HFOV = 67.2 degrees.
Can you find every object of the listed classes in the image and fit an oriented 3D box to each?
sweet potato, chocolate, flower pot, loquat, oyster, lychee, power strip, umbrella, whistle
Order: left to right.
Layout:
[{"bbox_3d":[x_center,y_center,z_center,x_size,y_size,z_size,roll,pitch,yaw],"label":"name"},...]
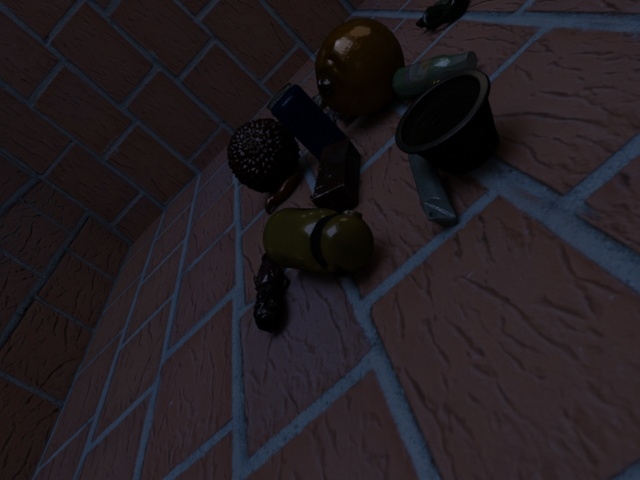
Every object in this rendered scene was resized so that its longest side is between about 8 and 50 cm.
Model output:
[{"bbox_3d":[-0.227,-0.345,1.938,0.306,0.306,0.330,-52,21,-9],"label":"lychee"},{"bbox_3d":[-0.146,0.133,1.355,0.094,0.090,0.326,-43,25,18],"label":"umbrella"},{"bbox_3d":[-0.148,-0.187,1.862,0.202,0.055,0.058,-46,-4,8],"label":"sweet potato"},{"bbox_3d":[-0.014,-0.659,2.320,0.177,0.064,0.125,-41,30,19],"label":"oyster"},{"bbox_3d":[0.059,-0.195,1.490,0.111,0.112,0.321,-24,32,25],"label":"chocolate"},{"bbox_3d":[0.099,-0.552,1.967,0.109,0.038,0.279,-24,28,2],"label":"power strip"},{"bbox_3d":[0.135,-0.598,1.680,0.328,0.328,0.329,-37,27,23],"label":"loquat"},{"bbox_3d":[0.253,-0.131,1.118,0.062,0.062,0.312,-37,27,24],"label":"whistle"},{"bbox_3d":[0.348,-0.511,1.474,0.291,0.110,0.110,4,56,57],"label":"chocolate"},{"bbox_3d":[0.305,-0.248,1.089,0.235,0.148,0.235,-33,36,27],"label":"flower pot"}]

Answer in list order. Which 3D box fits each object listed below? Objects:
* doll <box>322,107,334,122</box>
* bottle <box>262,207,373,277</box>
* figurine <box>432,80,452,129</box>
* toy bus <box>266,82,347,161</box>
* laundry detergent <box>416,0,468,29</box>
[{"bbox_3d":[0.016,-0.496,2.042,0.114,0.057,0.227,-34,30,35],"label":"doll"},{"bbox_3d":[0.000,0.000,1.220,0.172,0.171,0.351,-56,27,-16],"label":"bottle"},{"bbox_3d":[0.318,-0.316,1.226,0.129,0.109,0.178,26,90,30],"label":"figurine"},{"bbox_3d":[-0.052,-0.437,1.789,0.138,0.287,0.175,-45,23,6],"label":"toy bus"},{"bbox_3d":[0.450,-0.866,1.839,0.221,0.078,0.144,-13,46,51],"label":"laundry detergent"}]
